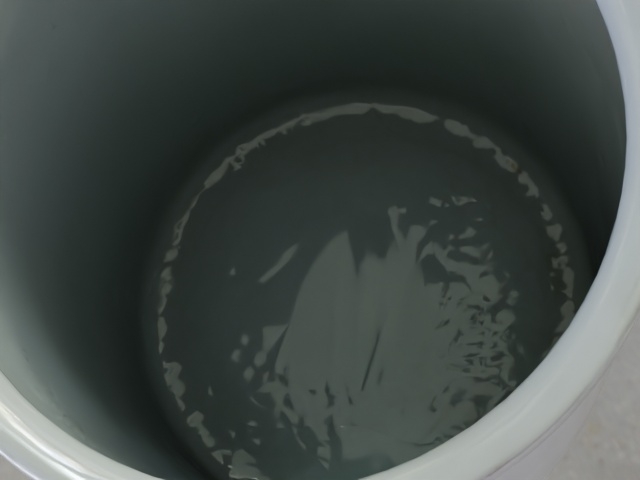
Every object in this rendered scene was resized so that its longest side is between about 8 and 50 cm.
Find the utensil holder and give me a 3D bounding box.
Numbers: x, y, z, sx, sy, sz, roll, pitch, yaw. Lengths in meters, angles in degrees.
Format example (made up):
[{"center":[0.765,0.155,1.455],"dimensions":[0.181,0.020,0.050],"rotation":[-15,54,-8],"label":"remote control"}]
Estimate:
[{"center":[0.000,0.000,0.820],"dimensions":[0.328,0.385,0.327],"rotation":[-2,76,7],"label":"utensil holder"}]
